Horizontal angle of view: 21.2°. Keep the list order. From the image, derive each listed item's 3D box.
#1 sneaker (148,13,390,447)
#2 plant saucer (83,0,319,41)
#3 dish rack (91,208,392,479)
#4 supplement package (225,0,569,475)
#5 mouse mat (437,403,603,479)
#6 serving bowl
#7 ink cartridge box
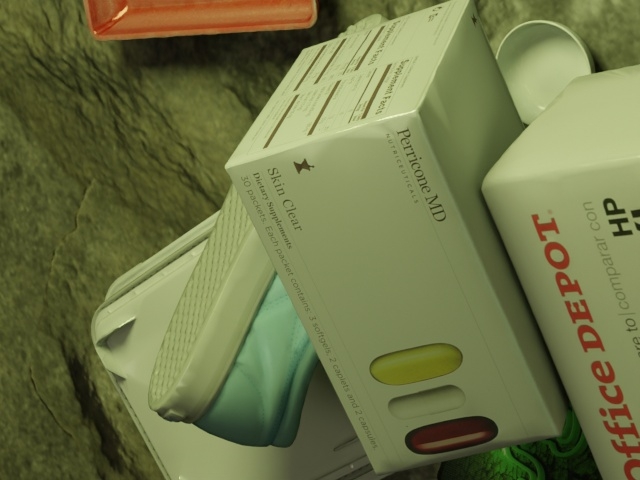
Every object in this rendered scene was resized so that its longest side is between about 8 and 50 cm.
[{"bbox_3d":[0.000,0.000,1.396,0.366,0.150,0.135,-62,21,4],"label":"sneaker"},{"bbox_3d":[-0.109,-0.304,1.445,0.258,0.048,0.259,2,106,37],"label":"plant saucer"},{"bbox_3d":[-0.069,0.121,1.550,0.333,0.072,0.285,-32,84,39],"label":"dish rack"},{"bbox_3d":[0.075,-0.005,1.221,0.145,0.204,0.262,-16,113,24],"label":"supplement package"},{"bbox_3d":[0.181,0.173,1.416,0.153,0.007,0.189,33,122,25],"label":"mouse mat"},{"bbox_3d":[0.174,-0.128,1.300,0.083,0.027,0.083,14,114,33],"label":"serving bowl"},{"bbox_3d":[0.342,0.022,1.100,0.395,0.166,0.285,-8,115,39],"label":"ink cartridge box"}]
